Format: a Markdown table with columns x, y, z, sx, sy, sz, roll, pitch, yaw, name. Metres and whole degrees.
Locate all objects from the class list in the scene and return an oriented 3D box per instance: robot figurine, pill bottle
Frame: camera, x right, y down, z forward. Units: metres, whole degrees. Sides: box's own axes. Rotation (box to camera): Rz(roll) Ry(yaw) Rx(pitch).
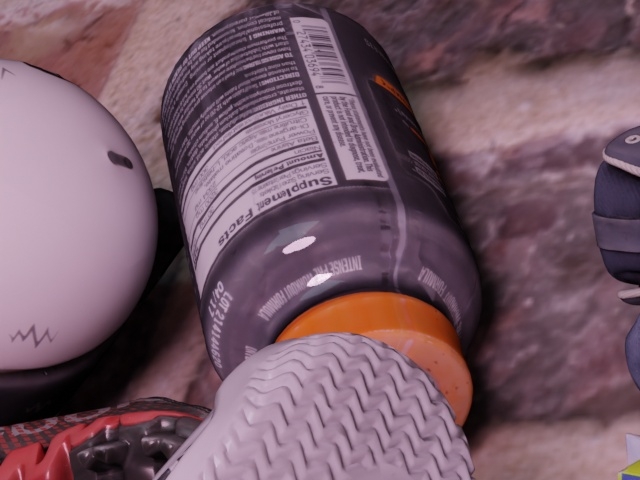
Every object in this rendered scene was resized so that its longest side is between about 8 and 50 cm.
| x | y | z | sx | sy | sz | roll | pitch | yaw | name |
| --- | --- | --- | --- | --- | --- | --- | --- | --- | --- |
| -0.194 | 0.024 | 0.843 | 0.278 | 0.173 | 0.209 | -48 | 6 | 48 | robot figurine |
| 0.000 | 0.000 | 0.770 | 0.130 | 0.130 | 0.246 | -33 | 38 | 13 | pill bottle |

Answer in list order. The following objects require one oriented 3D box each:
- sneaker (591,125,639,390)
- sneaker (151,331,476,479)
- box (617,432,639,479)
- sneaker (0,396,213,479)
| x | y | z | sx | sy | sz | roll | pitch | yaw | name |
| --- | --- | --- | --- | --- | --- | --- | --- | --- | --- |
| 0.144 | 0.011 | 0.598 | 0.226 | 0.086 | 0.163 | -16 | 17 | -41 | sneaker |
| -0.092 | 0.193 | 0.538 | 0.210 | 0.137 | 0.366 | -3 | 58 | 55 | sneaker |
| 0.165 | 0.128 | 0.514 | 0.178 | 0.109 | 0.042 | 5 | 15 | 45 | box |
| -0.134 | 0.130 | 0.760 | 0.276 | 0.135 | 0.098 | -9 | 86 | 22 | sneaker |
